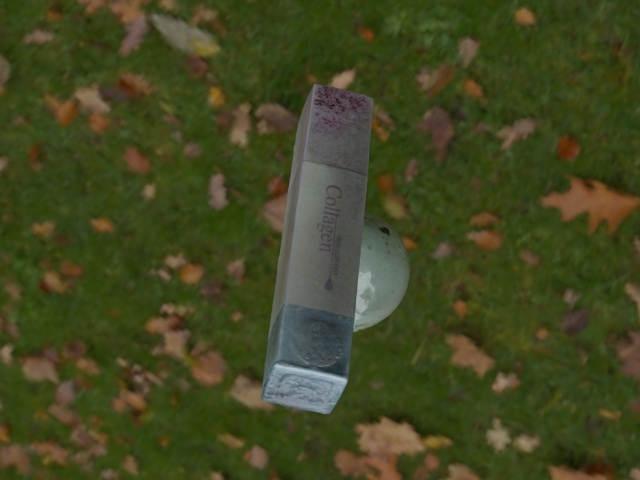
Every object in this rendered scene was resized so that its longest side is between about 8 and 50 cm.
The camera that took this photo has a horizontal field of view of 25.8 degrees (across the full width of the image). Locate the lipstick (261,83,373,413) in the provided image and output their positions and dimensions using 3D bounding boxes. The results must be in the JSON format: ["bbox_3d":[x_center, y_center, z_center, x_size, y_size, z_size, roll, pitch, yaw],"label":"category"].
[{"bbox_3d":[0.000,0.000,1.267,0.066,0.317,0.068,12,143,-8],"label":"lipstick"}]

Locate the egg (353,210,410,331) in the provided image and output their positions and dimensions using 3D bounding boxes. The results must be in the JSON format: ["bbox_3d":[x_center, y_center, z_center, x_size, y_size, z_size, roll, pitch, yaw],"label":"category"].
[{"bbox_3d":[0.021,0.036,1.466,0.131,0.131,0.164,39,146,-8],"label":"egg"}]
